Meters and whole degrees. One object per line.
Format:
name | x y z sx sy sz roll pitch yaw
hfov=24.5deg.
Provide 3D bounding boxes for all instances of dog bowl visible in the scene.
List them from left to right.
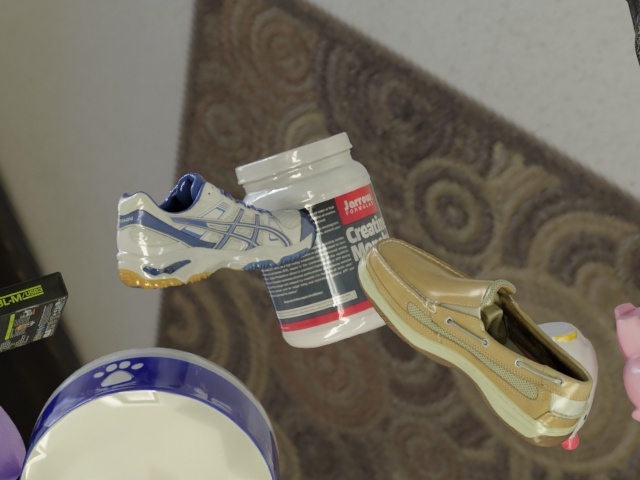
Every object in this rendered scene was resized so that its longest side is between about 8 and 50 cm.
dog bowl | -0.173 0.250 1.513 0.265 0.104 0.264 -1 108 -2

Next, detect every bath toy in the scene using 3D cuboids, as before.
bath toy | 0.354 0.123 1.449 0.348 0.151 0.129 -14 99 14

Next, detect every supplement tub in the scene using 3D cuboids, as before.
supplement tub | 0.000 0.000 2.091 0.191 0.191 0.272 -13 97 49

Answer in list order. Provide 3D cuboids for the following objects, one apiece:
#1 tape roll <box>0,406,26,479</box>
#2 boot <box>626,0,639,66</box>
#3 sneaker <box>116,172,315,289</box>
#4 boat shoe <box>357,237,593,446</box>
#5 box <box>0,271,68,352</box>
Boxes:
tape roll | -0.446 0.192 1.531 0.275 0.275 0.090 40 99 18
boot | 0.244 -0.182 1.107 0.045 0.099 0.121 -15 109 3
sneaker | -0.125 -0.025 1.867 0.112 0.296 0.131 1 100 47
boat shoe | 0.107 0.050 0.983 0.190 0.068 0.072 39 134 20
box | -0.440 0.112 1.978 0.190 0.184 0.045 128 124 -65
